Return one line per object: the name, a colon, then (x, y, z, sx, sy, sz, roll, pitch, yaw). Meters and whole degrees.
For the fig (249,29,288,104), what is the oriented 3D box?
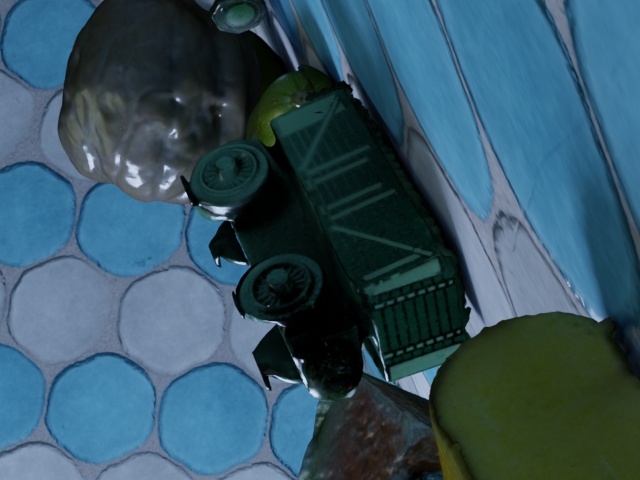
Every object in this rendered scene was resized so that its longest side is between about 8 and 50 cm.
fig: (-0.106, -0.138, 1.822, 0.245, 0.195, 0.195, 36, 153, 53)

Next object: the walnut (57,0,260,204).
walnut: (-0.156, -0.150, 1.654, 0.224, 0.224, 0.224, 156, 90, -87)

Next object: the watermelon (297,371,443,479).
watermelon: (0.056, 0.248, 1.442, 0.302, 0.151, 0.264, 170, 114, -78)

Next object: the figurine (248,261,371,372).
figurine: (0.012, 0.078, 1.878, 0.155, 0.127, 0.235, 102, 146, -52)

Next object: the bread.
bread: (0.117, 0.130, 0.672, 0.245, 0.102, 0.094, -120, 9, -54)

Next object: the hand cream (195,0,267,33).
hand cream: (-0.115, -0.336, 1.638, 0.121, 0.076, 0.336, 74, 179, -55)

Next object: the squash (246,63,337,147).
squash: (-0.024, -0.098, 1.541, 0.341, 0.094, 0.094, 179, 67, -84)

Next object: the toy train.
toy train: (0.000, 0.000, 1.203, 0.269, 0.154, 0.115, -116, 3, -50)
